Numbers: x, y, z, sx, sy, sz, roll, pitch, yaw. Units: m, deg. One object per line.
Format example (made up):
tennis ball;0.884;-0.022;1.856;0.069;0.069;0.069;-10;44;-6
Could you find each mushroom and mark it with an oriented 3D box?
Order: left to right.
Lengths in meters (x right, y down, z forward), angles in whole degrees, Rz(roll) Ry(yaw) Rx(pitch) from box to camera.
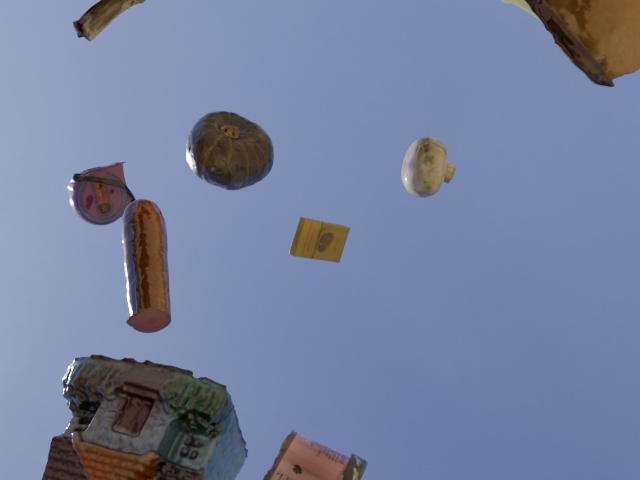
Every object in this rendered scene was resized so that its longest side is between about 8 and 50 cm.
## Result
mushroom;0.143;-0.095;0.964;0.068;0.083;0.083;18;-122;-4

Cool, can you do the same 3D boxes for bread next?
bread;0.184;-0.256;0.556;0.262;0.163;0.204;43;-144;-7

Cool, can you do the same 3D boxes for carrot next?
carrot;-0.249;0.027;1.033;0.067;0.067;0.225;14;-138;-29

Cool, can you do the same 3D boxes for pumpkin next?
pumpkin;-0.223;-0.207;1.766;0.219;0.162;0.218;15;-141;-12

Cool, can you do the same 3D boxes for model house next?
model house;-0.368;0.440;1.345;0.361;0.297;0.339;9;-133;14

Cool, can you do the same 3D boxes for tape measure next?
tape measure;-0.435;-0.091;1.449;0.125;0.074;0.118;-15;-77;-25

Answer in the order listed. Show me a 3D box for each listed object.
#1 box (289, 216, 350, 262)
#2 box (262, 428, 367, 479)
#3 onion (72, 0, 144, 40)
box;0.000;0.000;1.604;0.155;0.023;0.086;10;-83;-49
box;-0.020;0.378;1.123;0.135;0.151;0.151;27;-127;7
onion;-0.101;-0.344;0.512;0.231;0.272;0.256;-13;-116;-14
